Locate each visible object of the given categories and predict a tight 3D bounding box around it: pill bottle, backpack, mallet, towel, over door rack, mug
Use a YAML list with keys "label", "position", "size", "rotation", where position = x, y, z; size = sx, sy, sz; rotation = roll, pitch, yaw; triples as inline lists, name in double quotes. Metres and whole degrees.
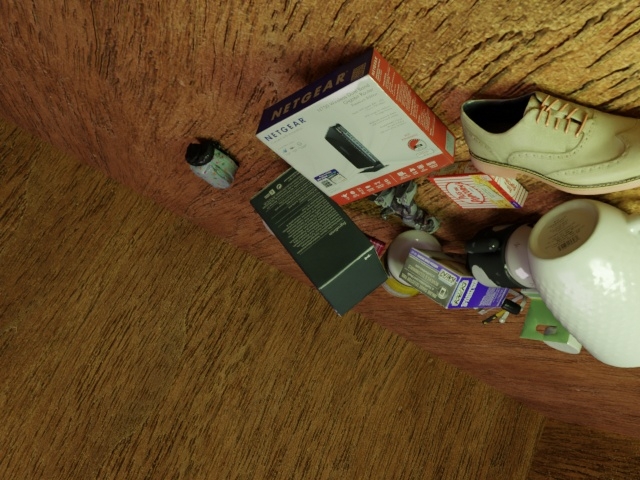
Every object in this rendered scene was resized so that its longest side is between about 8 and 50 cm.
- label: "pill bottle"
  position: [0.697, 0.190, 1.665]
  size: [0.121, 0.221, 0.121]
  rotation: [24, 165, 7]
- label: "backpack"
  position: [-0.379, -0.266, 2.142]
  size: [0.151, 0.115, 0.182]
  rotation: [9, 160, 42]
- label: "mallet"
  position: [0.599, 0.247, 2.059]
  size: [0.062, 0.039, 0.189]
  rotation: [31, 148, -11]
- label: "pill bottle"
  position: [0.298, 0.093, 2.077]
  size: [0.187, 0.188, 0.334]
  rotation: [25, 166, 4]
- label: "towel"
  position: [0.112, -0.010, 2.351]
  size: [0.274, 0.031, 0.199]
  rotation: [23, 163, 4]
- label: "over door rack"
  position: [0.553, 0.201, 2.172]
  size: [0.239, 0.108, 0.324]
  rotation: [29, 165, -6]
- label: "mug"
  position: [0.648, 0.055, 1.289]
  size: [0.328, 0.276, 0.374]
  rotation: [41, 130, -23]

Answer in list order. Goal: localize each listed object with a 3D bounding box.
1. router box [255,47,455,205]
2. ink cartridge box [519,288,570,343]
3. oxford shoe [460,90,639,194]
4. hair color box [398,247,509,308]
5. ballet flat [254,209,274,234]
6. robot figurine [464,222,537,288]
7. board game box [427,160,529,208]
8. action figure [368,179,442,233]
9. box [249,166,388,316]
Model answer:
- label: "router box"
  position: [0.076, -0.232, 1.344]
  size: [0.335, 0.082, 0.301]
  rotation: [-19, 137, 41]
- label: "ink cartridge box"
  position: [0.621, 0.152, 1.638]
  size: [0.056, 0.235, 0.171]
  rotation: [31, 165, -22]
- label: "oxford shoe"
  position: [0.418, -0.180, 1.057]
  size: [0.396, 0.141, 0.146]
  rotation: [9, 151, 43]
- label: "hair color box"
  position: [0.411, 0.114, 1.805]
  size: [0.338, 0.110, 0.185]
  rotation: [4, -157, -48]
- label: "ballet flat"
  position: [-0.147, -0.065, 2.414]
  size: [0.116, 0.124, 0.342]
  rotation: [13, 160, 43]
- label: "robot figurine"
  position: [0.503, 0.038, 1.589]
  size: [0.174, 0.209, 0.278]
  rotation: [65, 157, -8]
- label: "board game box"
  position: [0.376, -0.133, 1.454]
  size: [0.146, 0.045, 0.193]
  rotation: [35, 163, -29]
- label: "action figure"
  position: [0.244, -0.088, 1.737]
  size: [0.185, 0.099, 0.285]
  rotation: [11, 162, 32]
- label: "box"
  position: [0.000, 0.000, 1.928]
  size: [0.395, 0.212, 0.293]
  rotation: [50, 176, 27]
